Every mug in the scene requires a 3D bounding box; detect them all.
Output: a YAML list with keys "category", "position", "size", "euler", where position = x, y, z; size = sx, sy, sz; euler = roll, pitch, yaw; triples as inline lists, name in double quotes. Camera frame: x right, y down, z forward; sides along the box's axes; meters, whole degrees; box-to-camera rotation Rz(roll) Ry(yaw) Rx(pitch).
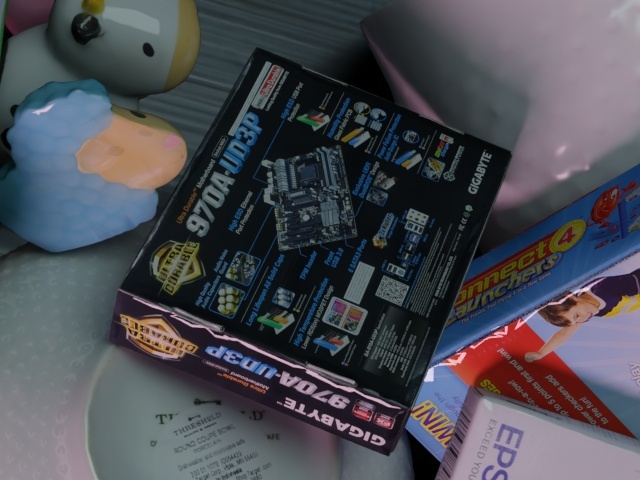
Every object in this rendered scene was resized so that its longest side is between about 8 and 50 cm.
- category: "mug"
  position: [0.179, -0.044, 1.244]
  size: [0.374, 0.276, 0.328]
  euler: [-28, 93, -2]

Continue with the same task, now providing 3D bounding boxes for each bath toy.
- category: "bath toy"
  position: [-0.155, -0.165, 1.123]
  size: [0.129, 0.151, 0.348]
  euler: [52, 19, -46]

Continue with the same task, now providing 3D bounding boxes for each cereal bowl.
- category: "cereal bowl"
  position: [-0.087, 0.133, 1.090]
  size: [0.339, 0.141, 0.339]
  euler: [10, 64, -22]

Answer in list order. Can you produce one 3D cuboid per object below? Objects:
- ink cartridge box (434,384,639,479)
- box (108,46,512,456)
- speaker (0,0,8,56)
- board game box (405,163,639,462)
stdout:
- category: "ink cartridge box"
  position: [0.155, 0.225, 1.083]
  size: [0.224, 0.045, 0.223]
  euler: [19, 95, -7]
- category: "box"
  position: [0.000, 0.000, 1.068]
  size: [0.175, 0.051, 0.220]
  euler: [22, 49, 3]
- category: "speaker"
  position: [-0.237, -0.044, 0.977]
  size: [0.131, 0.131, 0.297]
  euler: [6, 87, -24]
- category: "board game box"
  position: [0.245, 0.097, 1.123]
  size: [0.308, 0.302, 0.086]
  euler: [46, 31, -24]
